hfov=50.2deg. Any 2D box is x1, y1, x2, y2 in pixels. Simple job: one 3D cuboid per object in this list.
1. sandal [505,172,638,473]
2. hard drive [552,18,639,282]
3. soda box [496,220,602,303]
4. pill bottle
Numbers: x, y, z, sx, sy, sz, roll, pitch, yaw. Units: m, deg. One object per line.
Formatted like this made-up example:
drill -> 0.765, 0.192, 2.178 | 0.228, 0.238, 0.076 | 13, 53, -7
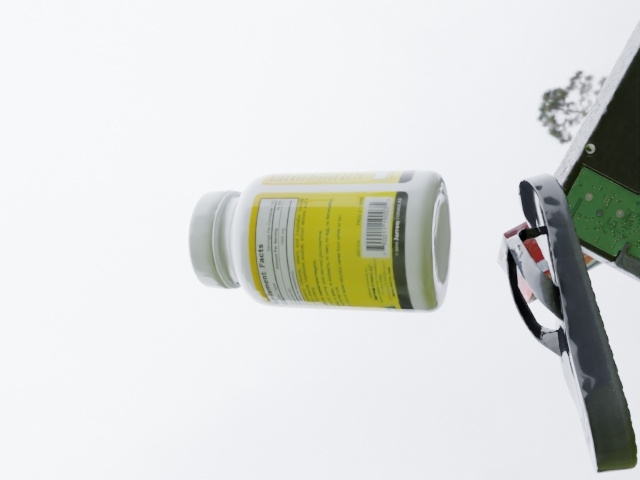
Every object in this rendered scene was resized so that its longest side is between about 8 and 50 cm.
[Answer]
sandal -> 0.169, 0.042, 0.502 | 0.054, 0.254, 0.097 | -12, -48, 15
hard drive -> 0.413, -0.112, 0.739 | 0.237, 0.064, 0.339 | 27, -87, -1
soda box -> 0.384, -0.017, 0.962 | 0.263, 0.083, 0.092 | -27, -30, -6
pill bottle -> 0.000, 0.000, 0.930 | 0.188, 0.333, 0.188 | 1, -90, -70
